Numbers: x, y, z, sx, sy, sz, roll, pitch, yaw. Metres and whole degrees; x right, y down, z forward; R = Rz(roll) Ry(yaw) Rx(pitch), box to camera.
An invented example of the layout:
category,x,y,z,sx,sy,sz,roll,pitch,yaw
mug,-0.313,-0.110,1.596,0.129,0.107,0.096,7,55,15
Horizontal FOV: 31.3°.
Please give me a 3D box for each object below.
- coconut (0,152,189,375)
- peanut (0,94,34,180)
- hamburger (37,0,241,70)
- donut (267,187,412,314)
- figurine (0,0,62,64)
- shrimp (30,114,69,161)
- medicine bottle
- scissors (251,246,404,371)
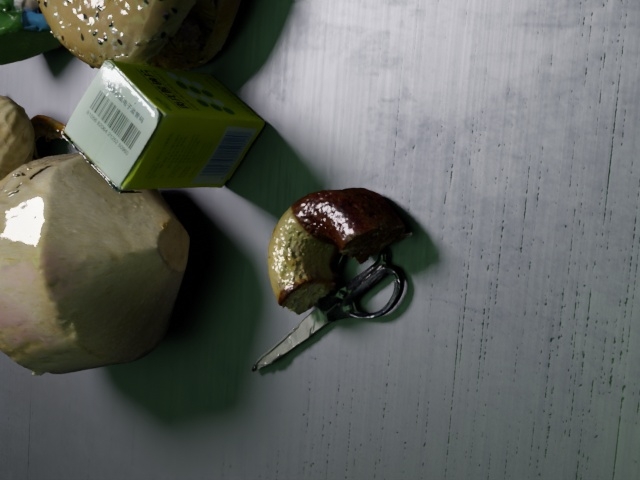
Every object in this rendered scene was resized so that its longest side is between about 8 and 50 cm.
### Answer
category,x,y,z,sx,sy,sz,roll,pitch,yaw
coconut,-0.357,0.031,1.698,0.353,0.352,0.352,3,96,31
peanut,-0.550,-0.097,1.882,0.120,0.136,0.298,26,104,21
hamburger,-0.266,-0.382,1.669,0.318,0.195,0.277,6,96,33
donut,-0.001,0.001,1.588,0.217,0.085,0.141,-43,60,25
figurine,-0.516,-0.403,1.844,0.127,0.185,0.234,94,154,-58
shrimp,-0.445,-0.163,1.895,0.127,0.025,0.091,6,98,35
medicine bottle,-0.218,-0.159,1.627,0.137,0.250,0.141,45,113,21
scissors,-0.002,0.111,1.651,0.300,0.022,0.109,-39,72,27
